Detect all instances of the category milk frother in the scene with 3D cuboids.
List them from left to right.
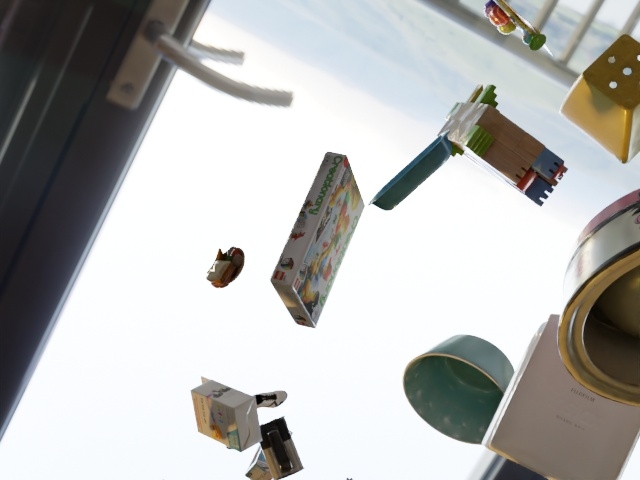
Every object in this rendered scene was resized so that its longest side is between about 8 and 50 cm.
[{"bbox_3d":[-0.130,0.498,2.166,0.134,0.143,0.129,68,-170,9],"label":"milk frother"}]

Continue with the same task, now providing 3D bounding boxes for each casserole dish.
[{"bbox_3d":[0.159,-0.112,1.576,0.037,0.188,0.114,47,-162,-4],"label":"casserole dish"}]

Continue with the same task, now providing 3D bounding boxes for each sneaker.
[{"bbox_3d":[-0.124,0.370,2.154,0.109,0.044,0.040,-11,-109,-25],"label":"sneaker"}]

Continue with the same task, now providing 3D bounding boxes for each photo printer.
[{"bbox_3d":[0.484,0.305,1.750,0.256,0.307,0.107,26,176,13],"label":"photo printer"}]

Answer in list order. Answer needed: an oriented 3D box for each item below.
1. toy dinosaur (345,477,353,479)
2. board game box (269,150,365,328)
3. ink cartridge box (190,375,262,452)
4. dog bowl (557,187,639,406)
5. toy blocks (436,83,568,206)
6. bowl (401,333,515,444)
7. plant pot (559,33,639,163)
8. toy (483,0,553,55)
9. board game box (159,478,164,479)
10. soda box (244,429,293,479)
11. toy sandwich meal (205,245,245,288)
[{"bbox_3d":[0.129,0.730,2.483,0.160,0.314,0.121,58,-141,-35],"label":"toy dinosaur"},{"bbox_3d":[0.000,0.000,1.861,0.053,0.305,0.193,13,155,22],"label":"board game box"},{"bbox_3d":[-0.207,0.355,1.917,0.062,0.104,0.181,-23,-156,-40],"label":"ink cartridge box"},{"bbox_3d":[0.548,0.073,1.381,0.408,0.408,0.150,24,-139,-20],"label":"dog bowl"},{"bbox_3d":[0.403,-0.180,1.986,0.261,0.190,0.381,35,-174,-7],"label":"toy blocks"},{"bbox_3d":[0.387,0.368,2.435,0.312,0.311,0.163,31,-134,11],"label":"bowl"},{"bbox_3d":[0.698,-0.345,2.134,0.212,0.212,0.187,45,176,24],"label":"plant pot"},{"bbox_3d":[0.418,-0.497,2.087,0.137,0.056,0.237,34,-165,-47],"label":"toy"},{"bbox_3d":[-0.507,0.585,1.763,0.050,0.390,0.390,64,-178,8],"label":"board game box"},{"bbox_3d":[-0.129,0.537,2.345,0.063,0.058,0.183,36,-152,-5],"label":"soda box"},{"bbox_3d":[-0.166,0.044,1.610,0.029,0.085,0.085,38,-175,-38],"label":"toy sandwich meal"}]
